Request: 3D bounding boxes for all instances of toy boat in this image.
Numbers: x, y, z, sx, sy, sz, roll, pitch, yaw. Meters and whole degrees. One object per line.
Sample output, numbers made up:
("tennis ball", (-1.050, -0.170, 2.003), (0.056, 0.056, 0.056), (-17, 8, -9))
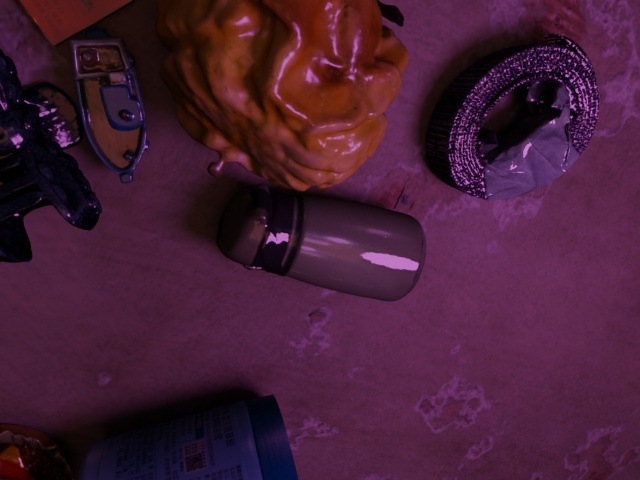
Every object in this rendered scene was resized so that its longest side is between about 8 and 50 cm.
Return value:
("toy boat", (-0.297, -0.187, 0.688), (0.088, 0.102, 0.215), (-10, 118, -17))

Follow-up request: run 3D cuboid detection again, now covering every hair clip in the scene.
("hair clip", (-0.415, -0.133, 0.619), (0.195, 0.206, 0.310), (-28, 113, -12))

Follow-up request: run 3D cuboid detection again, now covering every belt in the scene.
("belt", (0.356, -0.214, 0.896), (0.325, 0.122, 0.260), (-35, 113, -2))

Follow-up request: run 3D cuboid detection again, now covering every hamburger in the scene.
("hamburger", (-0.563, 0.473, 0.807), (0.275, 0.212, 0.274), (-7, 113, -17))

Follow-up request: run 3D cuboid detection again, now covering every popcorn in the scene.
("popcorn", (-0.037, -0.258, 0.665), (0.349, 0.349, 0.381), (42, 68, -28))

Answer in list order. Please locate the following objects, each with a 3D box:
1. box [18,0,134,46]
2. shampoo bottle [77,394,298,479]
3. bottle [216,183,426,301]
("box", (-0.339, -0.340, 0.661), (0.133, 0.023, 0.090), (-31, 120, -4))
("shampoo bottle", (-0.216, 0.483, 0.864), (0.343, 0.331, 0.331), (-10, 114, -14))
("bottle", (-0.001, 0.001, 0.841), (0.347, 0.168, 0.168), (12, 107, -18))
